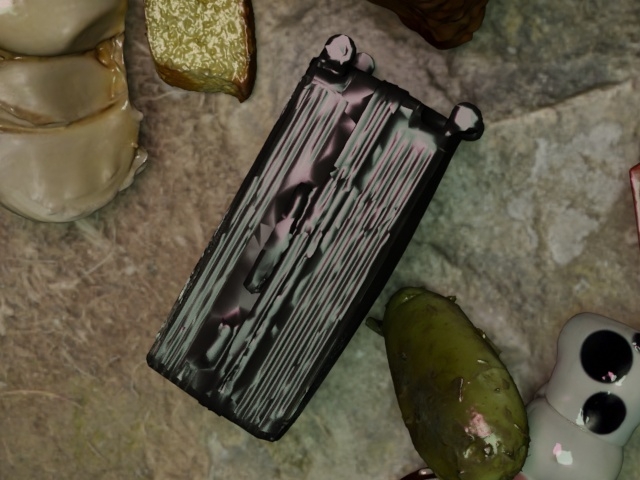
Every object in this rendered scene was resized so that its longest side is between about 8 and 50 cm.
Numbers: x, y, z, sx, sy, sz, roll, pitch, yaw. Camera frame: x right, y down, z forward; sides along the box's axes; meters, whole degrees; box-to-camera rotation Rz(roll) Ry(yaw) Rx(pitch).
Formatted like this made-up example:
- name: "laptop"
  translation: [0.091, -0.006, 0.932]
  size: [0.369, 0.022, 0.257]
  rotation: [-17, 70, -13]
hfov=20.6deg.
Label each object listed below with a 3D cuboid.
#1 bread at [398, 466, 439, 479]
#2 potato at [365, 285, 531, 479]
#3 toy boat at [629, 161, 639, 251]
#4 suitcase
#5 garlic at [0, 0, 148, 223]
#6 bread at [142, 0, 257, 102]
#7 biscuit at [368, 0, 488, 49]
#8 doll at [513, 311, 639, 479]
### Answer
- name: "bread"
  translation: [0.118, 0.286, 1.635]
  size: [0.161, 0.073, 0.160]
  rotation: [0, 92, 6]
- name: "potato"
  translation: [0.116, 0.129, 1.583]
  size: [0.117, 0.090, 0.225]
  rotation: [-51, 47, 27]
- name: "toy boat"
  translation: [0.372, 0.104, 1.585]
  size: [0.136, 0.079, 0.392]
  rotation: [-21, 92, -13]
- name: "suitcase"
  translation: [0.000, 0.000, 1.557]
  size: [0.152, 0.229, 0.335]
  rotation: [30, 95, 5]
- name: "garlic"
  translation: [-0.282, -0.164, 1.606]
  size: [0.185, 0.203, 0.281]
  rotation: [20, 114, 44]
- name: "bread"
  translation: [-0.114, -0.220, 1.648]
  size: [0.103, 0.065, 0.187]
  rotation: [-4, 93, 1]
- name: "biscuit"
  translation: [0.009, -0.323, 1.461]
  size: [0.343, 0.395, 0.166]
  rotation: [33, 93, 5]
- name: "doll"
  translation: [0.243, 0.155, 1.600]
  size: [0.110, 0.107, 0.180]
  rotation: [28, 97, -7]
